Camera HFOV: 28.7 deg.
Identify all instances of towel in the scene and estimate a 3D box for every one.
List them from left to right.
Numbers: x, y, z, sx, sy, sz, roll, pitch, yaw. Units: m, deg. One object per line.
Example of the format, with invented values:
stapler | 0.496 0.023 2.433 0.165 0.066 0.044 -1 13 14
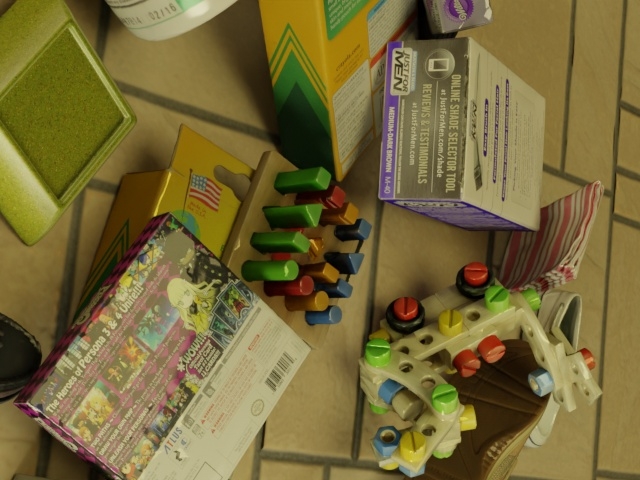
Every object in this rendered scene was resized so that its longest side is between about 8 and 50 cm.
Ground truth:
towel | 0.291 0.006 1.652 0.029 0.197 0.144 31 63 -16

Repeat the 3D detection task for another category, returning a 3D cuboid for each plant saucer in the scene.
plant saucer | -0.256 -0.120 1.189 0.188 0.045 0.188 -57 136 -31

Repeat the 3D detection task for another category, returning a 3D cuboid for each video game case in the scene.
video game case | -0.141 0.127 1.187 0.210 0.042 0.232 45 60 -22

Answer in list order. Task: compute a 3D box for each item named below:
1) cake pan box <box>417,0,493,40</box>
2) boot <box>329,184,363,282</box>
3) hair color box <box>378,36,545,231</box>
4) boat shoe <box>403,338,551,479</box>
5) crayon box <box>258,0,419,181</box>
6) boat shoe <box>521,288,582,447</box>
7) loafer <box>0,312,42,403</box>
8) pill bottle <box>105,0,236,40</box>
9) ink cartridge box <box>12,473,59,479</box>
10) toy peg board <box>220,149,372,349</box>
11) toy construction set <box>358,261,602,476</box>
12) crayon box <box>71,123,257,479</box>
cake pan box | 0.123 -0.365 1.480 0.070 0.246 0.266 -14 100 -4
boot | 0.000 0.000 1.461 0.099 0.045 0.121 52 47 -32
hair color box | 0.181 -0.117 1.527 0.339 0.110 0.185 15 77 -67
boat shoe | 0.190 0.266 1.597 0.341 0.122 0.110 -49 156 -33
crayon box | 0.026 -0.253 1.382 0.203 0.083 0.323 -51 150 -34
boat shoe | 0.317 0.175 1.739 0.083 0.076 0.226 13 78 -43
loafer | -0.356 0.072 1.054 0.302 0.095 0.109 22 52 -40
pill bottle | -0.198 -0.386 1.180 0.361 0.204 0.204 53 54 -28
ink cartridge box | -0.206 0.292 1.178 0.175 0.127 0.072 42 60 -35
toy peg board | -0.008 0.011 1.316 0.161 0.079 0.161 37 63 -37
toy construction set | 0.183 0.151 1.505 0.328 0.215 0.151 -14 135 -27
crayon box | -0.139 0.066 1.293 0.202 0.081 0.318 33 66 -39
